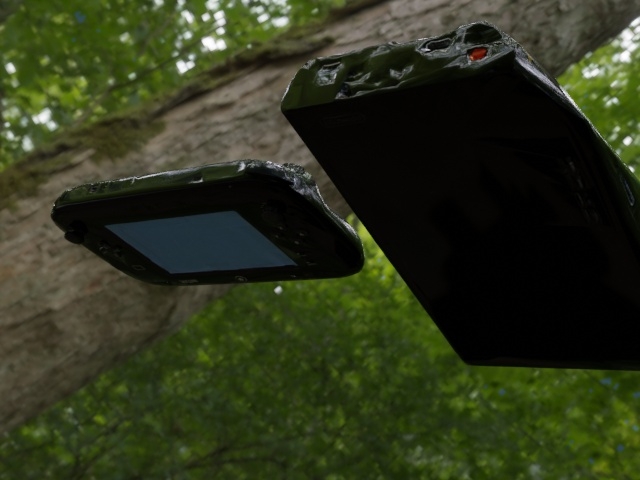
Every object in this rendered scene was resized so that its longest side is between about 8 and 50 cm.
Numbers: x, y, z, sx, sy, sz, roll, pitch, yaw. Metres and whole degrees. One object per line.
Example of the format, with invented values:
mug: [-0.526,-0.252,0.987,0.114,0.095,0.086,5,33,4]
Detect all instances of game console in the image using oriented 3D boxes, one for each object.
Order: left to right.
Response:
game console: [0.000,0.000,0.497,0.361,0.044,0.213,-4,-41,37]
